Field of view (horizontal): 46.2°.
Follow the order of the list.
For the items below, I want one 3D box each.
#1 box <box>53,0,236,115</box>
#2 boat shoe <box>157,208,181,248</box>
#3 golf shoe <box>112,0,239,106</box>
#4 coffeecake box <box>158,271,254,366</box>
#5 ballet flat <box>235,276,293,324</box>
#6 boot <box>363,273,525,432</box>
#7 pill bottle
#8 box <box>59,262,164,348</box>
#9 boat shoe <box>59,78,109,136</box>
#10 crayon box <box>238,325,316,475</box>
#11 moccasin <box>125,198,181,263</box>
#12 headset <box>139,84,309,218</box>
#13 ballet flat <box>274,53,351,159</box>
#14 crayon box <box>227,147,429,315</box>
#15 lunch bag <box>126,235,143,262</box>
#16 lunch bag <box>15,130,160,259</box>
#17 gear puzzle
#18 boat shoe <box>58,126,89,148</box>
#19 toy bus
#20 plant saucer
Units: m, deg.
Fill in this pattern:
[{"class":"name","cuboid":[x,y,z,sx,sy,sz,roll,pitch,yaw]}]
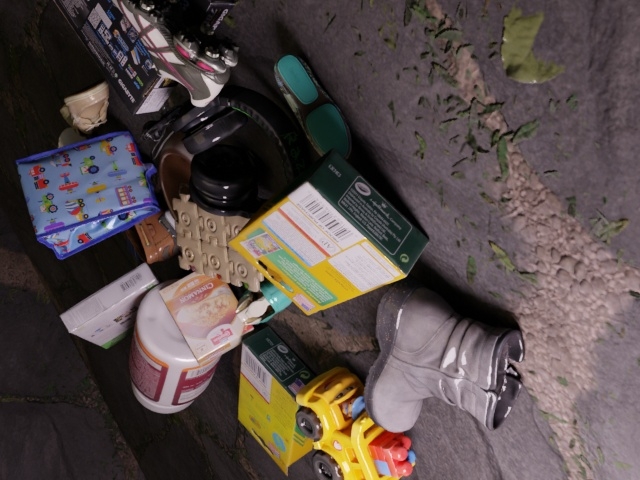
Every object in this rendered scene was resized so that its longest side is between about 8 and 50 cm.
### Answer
[{"class":"box","cuboid":[-0.323,-0.428,1.335,0.293,0.073,0.295,-42,79,36]},{"class":"boat shoe","cuboid":[-0.327,-0.007,1.756,0.142,0.040,0.049,57,-167,-5]},{"class":"golf shoe","cuboid":[-0.261,-0.332,1.213,0.273,0.105,0.120,44,132,10]},{"class":"coffeecake box","cuboid":[-0.255,0.165,1.690,0.185,0.142,0.068,56,166,18]},{"class":"ballet flat","cuboid":[-0.132,0.132,1.563,0.083,0.087,0.247,57,149,3]},{"class":"boot","cuboid":[0.187,0.231,1.161,0.223,0.118,0.338,31,142,32]},{"class":"pill bottle","cuboid":[-0.365,0.280,1.887,0.224,0.224,0.392,52,147,16]},{"class":"box","cuboid":[-0.489,0.171,1.876,0.058,0.232,0.322,56,171,14]},{"class":"boat shoe","cuboid":[-0.560,-0.315,1.827,0.302,0.109,0.098,-5,115,63]},{"class":"crayon box","cuboid":[-0.098,0.370,1.705,0.202,0.081,0.318,43,143,28]},{"class":"moccasin","cuboid":[-0.492,-0.076,1.866,0.380,0.147,0.139,47,145,23]},{"class":"headset","cuboid":[-0.176,-0.180,1.381,0.394,0.185,0.243,14,130,32]},{"class":"ballet flat","cuboid":[-0.010,-0.202,1.165,0.188,0.070,0.070,63,149,1]},{"class":"crayon box","cuboid":[0.000,0.000,1.214,0.203,0.083,0.323,43,149,-10]},{"class":"lunch bag","cuboid":[-0.461,0.005,1.961,0.065,0.067,0.098,40,141,31]},{"class":"lunch bag","cuboid":[-0.527,-0.125,1.758,0.138,0.293,0.221,76,170,-67]},{"class":"gear puzzle","cuboid":[-0.166,0.005,1.486,0.339,0.044,0.175,14,116,38]},{"class":"boat shoe","cuboid":[-0.628,-0.186,2.038,0.088,0.096,0.267,-98,-11,-67]},{"class":"toy bus","cuboid":[0.081,0.354,1.374,0.211,0.149,0.220,-10,104,53]},{"class":"plant saucer","cuboid":[-0.267,-0.091,1.626,0.310,0.050,0.310,37,141,37]}]
